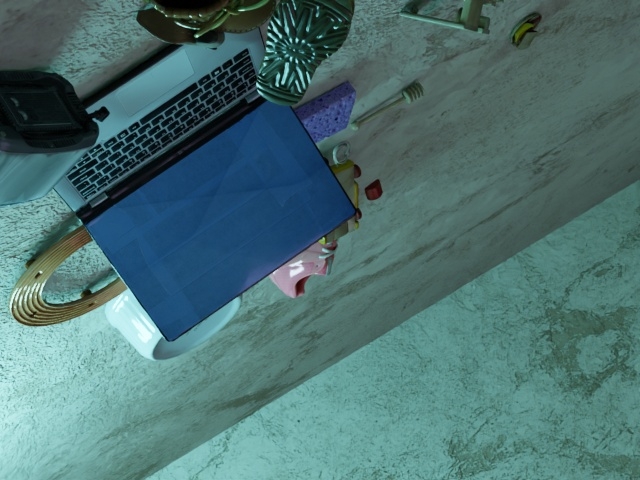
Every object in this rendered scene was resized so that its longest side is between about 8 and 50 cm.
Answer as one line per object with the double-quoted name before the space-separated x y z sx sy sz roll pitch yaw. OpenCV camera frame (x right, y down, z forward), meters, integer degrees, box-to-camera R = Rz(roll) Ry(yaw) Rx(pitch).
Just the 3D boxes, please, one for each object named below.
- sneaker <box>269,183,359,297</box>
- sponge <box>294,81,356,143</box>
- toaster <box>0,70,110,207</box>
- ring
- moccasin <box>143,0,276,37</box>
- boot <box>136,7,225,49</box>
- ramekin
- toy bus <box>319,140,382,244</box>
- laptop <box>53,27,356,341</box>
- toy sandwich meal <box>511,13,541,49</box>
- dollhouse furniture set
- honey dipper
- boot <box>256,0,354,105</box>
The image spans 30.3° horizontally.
"sneaker" 0.000 0.000 2.495 0.116 0.136 0.314 -13 151 -53
"sponge" -0.035 -0.199 2.102 0.210 0.031 0.117 -29 161 -21
"toaster" -0.387 -0.125 1.478 0.146 0.129 0.227 -43 164 31
"ring" -0.388 0.035 2.033 0.337 0.032 0.336 -32 163 -11
"moccasin" -0.145 -0.318 1.403 0.139 0.147 0.380 -40 162 6
"boot" -0.185 -0.282 1.573 0.087 0.119 0.042 -112 -139 -76
"ramekin" -0.275 0.123 2.305 0.273 0.127 0.273 -32 161 -12
"toy bus" 0.012 -0.097 2.320 0.191 0.104 0.202 29 94 -49
"laptop" -0.175 -0.090 1.779 0.382 0.236 0.408 -35 162 -6
"toy sandwich meal" 0.420 -0.422 2.388 0.086 0.029 0.085 -33 162 -12
"dollhouse furniture set" 0.236 -0.438 2.012 0.144 0.123 0.151 -4 108 -60
"honey dipper" 0.128 -0.254 2.274 0.161 0.030 0.030 -31 162 -10
"boot" -0.006 -0.334 1.478 0.236 0.089 0.269 -48 -156 55
